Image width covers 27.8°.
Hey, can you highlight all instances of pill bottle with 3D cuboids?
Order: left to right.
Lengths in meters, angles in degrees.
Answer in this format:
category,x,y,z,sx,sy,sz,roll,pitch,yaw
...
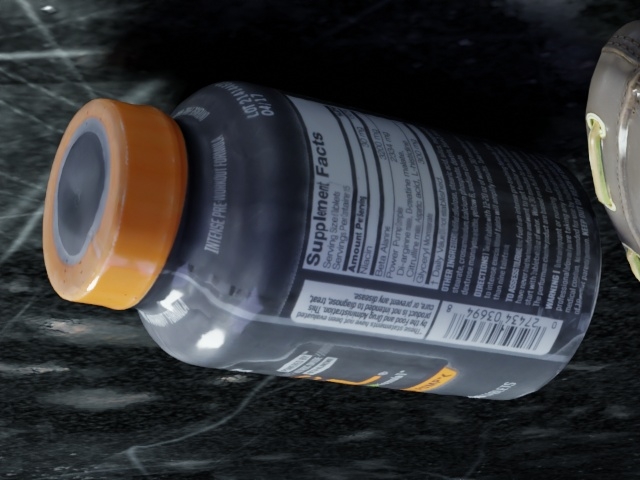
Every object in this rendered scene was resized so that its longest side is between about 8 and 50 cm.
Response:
category,x,y,z,sx,sy,sz,roll,pitch,yaw
pill bottle,0.000,0.000,0.603,0.246,0.130,0.130,10,155,-31

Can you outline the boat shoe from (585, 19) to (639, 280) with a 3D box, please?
category,x,y,z,sx,sy,sz,roll,pitch,yaw
boat shoe,0.203,-0.014,0.649,0.116,0.097,0.324,-49,154,3
